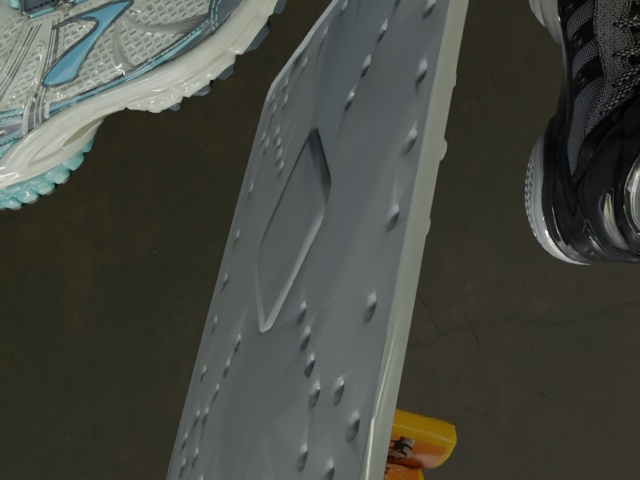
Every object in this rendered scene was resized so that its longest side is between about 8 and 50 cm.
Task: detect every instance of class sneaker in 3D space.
[{"bbox_3d":[-0.129,-0.119,0.433,0.283,0.122,0.110,-35,50,21],"label":"sneaker"},{"bbox_3d":[0.192,-0.106,0.482,0.101,0.153,0.269,-1,102,-12],"label":"sneaker"}]

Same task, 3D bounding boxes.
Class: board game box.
[{"bbox_3d":[0.000,0.000,0.554,0.050,0.390,0.390,18,71,-16],"label":"board game box"}]
